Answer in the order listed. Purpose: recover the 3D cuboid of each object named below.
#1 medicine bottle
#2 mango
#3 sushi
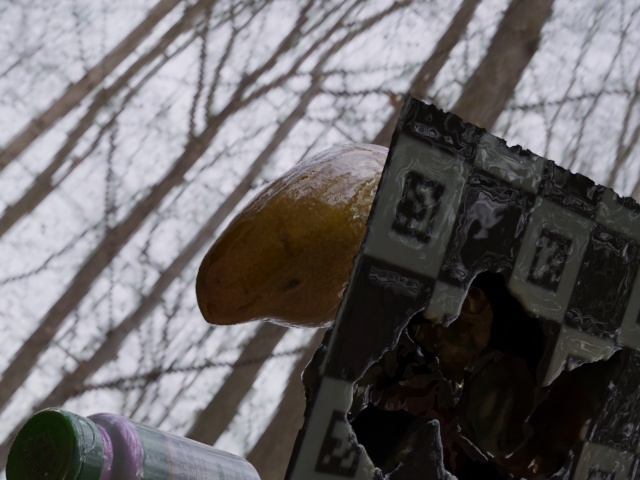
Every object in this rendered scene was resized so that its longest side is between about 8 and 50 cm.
[{"bbox_3d":[-0.193,0.258,1.620,0.133,0.133,0.274,-13,-26,38],"label":"medicine bottle"},{"bbox_3d":[0.004,0.003,1.211,0.109,0.262,0.157,39,-58,12],"label":"mango"},{"bbox_3d":[0.074,0.128,0.886,0.064,0.359,0.343,15,-2,42],"label":"sushi"}]
